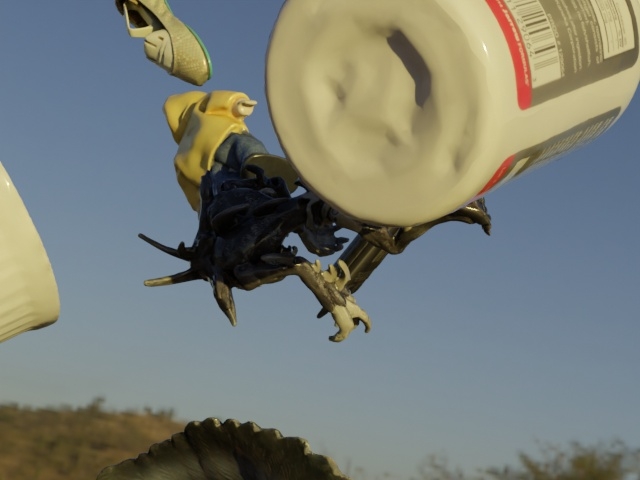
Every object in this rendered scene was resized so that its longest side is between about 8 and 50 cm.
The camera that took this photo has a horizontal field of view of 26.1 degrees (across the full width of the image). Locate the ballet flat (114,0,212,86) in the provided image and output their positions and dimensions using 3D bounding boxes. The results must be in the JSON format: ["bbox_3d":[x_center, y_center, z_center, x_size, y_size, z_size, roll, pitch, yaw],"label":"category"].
[{"bbox_3d":[-0.162,-0.202,1.381,0.052,0.057,0.168,-13,41,-23],"label":"ballet flat"}]

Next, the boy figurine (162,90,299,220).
[{"bbox_3d":[-0.128,-0.108,1.750,0.092,0.177,0.285,8,20,-29],"label":"boy figurine"}]

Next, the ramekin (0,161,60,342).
[{"bbox_3d":[-0.377,-0.009,1.312,0.135,0.277,0.277,-31,4,-22],"label":"ramekin"}]

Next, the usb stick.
[{"bbox_3d":[0.098,-0.025,1.900,0.045,0.278,0.077,48,31,17],"label":"usb stick"}]

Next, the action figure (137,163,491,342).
[{"bbox_3d":[0.000,0.000,1.120,0.276,0.164,0.141,-18,-44,9],"label":"action figure"}]

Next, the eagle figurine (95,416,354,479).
[{"bbox_3d":[-0.069,0.233,0.853,0.298,0.225,0.226,-29,-4,8],"label":"eagle figurine"}]

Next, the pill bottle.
[{"bbox_3d":[0.119,-0.129,0.966,0.176,0.176,0.318,3,16,35],"label":"pill bottle"}]
